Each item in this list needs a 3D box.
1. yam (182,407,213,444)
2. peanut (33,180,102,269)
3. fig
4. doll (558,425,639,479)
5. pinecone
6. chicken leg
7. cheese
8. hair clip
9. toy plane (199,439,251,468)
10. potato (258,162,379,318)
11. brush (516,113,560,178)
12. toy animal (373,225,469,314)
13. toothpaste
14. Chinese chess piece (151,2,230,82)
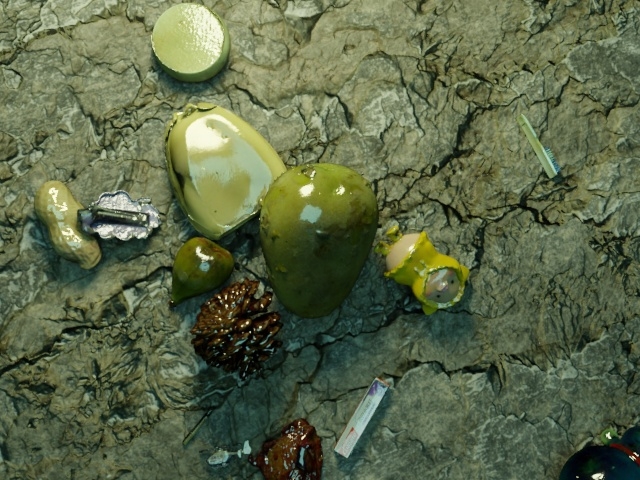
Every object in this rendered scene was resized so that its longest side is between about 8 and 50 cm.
[{"bbox_3d":[-0.286,0.435,1.669,0.014,0.014,0.107,40,84,1],"label":"yam"},{"bbox_3d":[-0.588,-0.033,1.658,0.104,0.086,0.227,-25,88,-17],"label":"peanut"},{"bbox_3d":[-0.287,0.086,1.649,0.133,0.127,0.184,32,84,-20],"label":"fig"},{"bbox_3d":[0.676,0.543,1.631,0.322,0.198,0.186,-39,118,-14],"label":"doll"},{"bbox_3d":[-0.183,0.206,1.609,0.222,0.221,0.221,0,85,-4],"label":"pinecone"},{"bbox_3d":[-0.089,0.570,1.644,0.178,0.083,0.322,7,83,6],"label":"chicken leg"},{"bbox_3d":[-0.241,-0.176,1.678,0.260,0.128,0.315,-36,96,-10],"label":"cheese"},{"bbox_3d":[-0.464,-0.060,1.659,0.196,0.052,0.124,4,78,-29],"label":"hair clip"},{"bbox_3d":[-0.220,0.500,1.660,0.121,0.031,0.049,-10,77,-2],"label":"toy plane"},{"bbox_3d":[-0.019,0.004,1.600,0.270,0.219,0.359,10,108,-17],"label":"potato"},{"bbox_3d":[0.545,-0.238,1.776,0.030,0.033,0.178,-28,87,-12],"label":"brush"},{"bbox_3d":[0.234,0.064,1.682,0.230,0.156,0.156,42,83,-10],"label":"toy animal"},{"bbox_3d":[0.099,0.417,1.683,0.047,0.040,0.196,31,84,2],"label":"toothpaste"},{"bbox_3d":[-0.312,-0.476,1.721,0.189,0.083,0.188,0,86,-1],"label":"Chinese chess piece"}]
